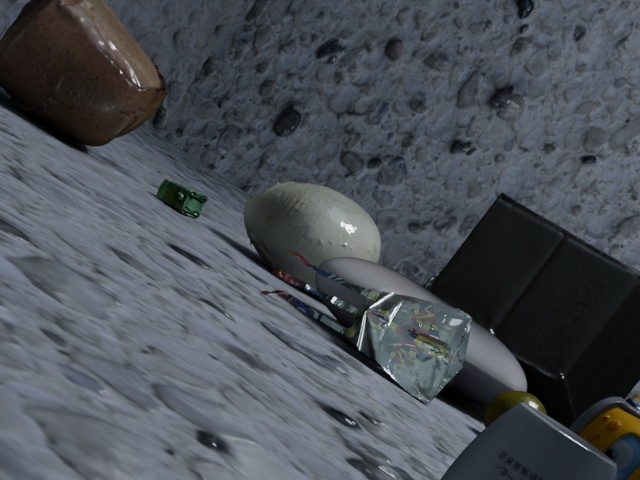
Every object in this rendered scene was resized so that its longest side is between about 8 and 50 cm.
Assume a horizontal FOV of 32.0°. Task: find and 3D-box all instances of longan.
[{"bbox_3d":[0.216,0.207,1.259,0.083,0.075,0.075,-18,31,-28],"label":"longan"}]

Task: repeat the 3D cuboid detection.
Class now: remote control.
[{"bbox_3d":[0.132,0.119,1.440,0.332,0.103,0.221,31,0,-29],"label":"remote control"}]

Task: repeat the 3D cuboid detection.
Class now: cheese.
[{"bbox_3d":[0.000,0.000,1.666,0.198,0.154,0.189,31,8,-40],"label":"cheese"}]

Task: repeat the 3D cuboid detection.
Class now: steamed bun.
[{"bbox_3d":[-0.374,-0.254,1.673,0.251,0.199,0.301,49,6,-19],"label":"steamed bun"}]

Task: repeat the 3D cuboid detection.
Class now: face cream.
[{"bbox_3d":[0.114,0.148,0.629,0.091,0.095,0.091,33,1,-1],"label":"face cream"}]

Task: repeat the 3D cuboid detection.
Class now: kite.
[{"bbox_3d":[0.053,0.086,1.277,0.245,0.141,0.015,25,-43,10],"label":"kite"}]

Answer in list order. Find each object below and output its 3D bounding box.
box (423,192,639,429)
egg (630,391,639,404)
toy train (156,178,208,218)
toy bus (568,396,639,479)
[{"bbox_3d":[0.338,0.136,1.689,0.251,0.204,0.345,33,-13,30],"label":"box"},{"bbox_3d":[0.453,0.277,1.373,0.233,0.195,0.195,53,-9,-32],"label":"egg"},{"bbox_3d":[-0.206,-0.062,1.665,0.056,0.038,0.093,26,1,13],"label":"toy train"},{"bbox_3d":[0.339,0.257,1.103,0.209,0.126,0.136,32,11,-22],"label":"toy bus"}]
